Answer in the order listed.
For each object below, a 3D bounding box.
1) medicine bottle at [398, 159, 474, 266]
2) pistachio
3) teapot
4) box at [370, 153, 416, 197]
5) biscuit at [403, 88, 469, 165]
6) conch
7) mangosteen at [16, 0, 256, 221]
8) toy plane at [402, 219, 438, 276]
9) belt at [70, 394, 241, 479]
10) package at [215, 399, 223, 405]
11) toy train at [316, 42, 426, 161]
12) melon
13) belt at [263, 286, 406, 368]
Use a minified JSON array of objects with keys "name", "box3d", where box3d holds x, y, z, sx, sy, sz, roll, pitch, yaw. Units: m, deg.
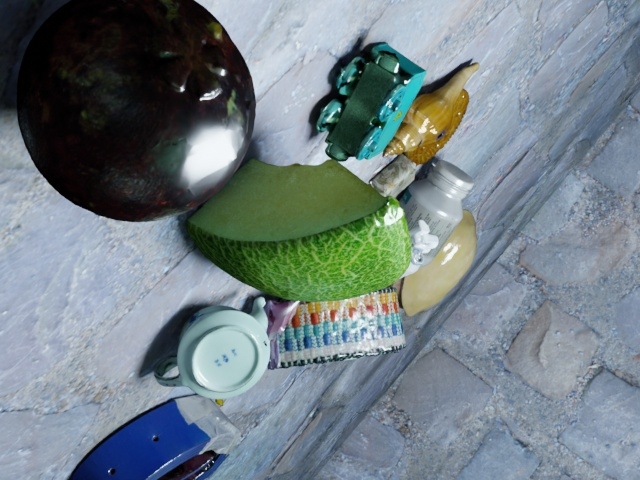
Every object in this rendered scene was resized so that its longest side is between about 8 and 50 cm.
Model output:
[{"name":"medicine bottle","box3d":[0.234,-0.062,1.999,0.215,0.135,0.135,-58,158,21]},{"name":"pistachio","box3d":[0.268,0.044,2.233,0.293,0.162,0.181,-51,143,15]},{"name":"teapot","box3d":[-0.180,0.180,1.591,0.232,0.159,0.159,-32,157,-8]},{"name":"box","box3d":[0.143,-0.119,1.838,0.098,0.045,0.062,-41,158,-17]},{"name":"biscuit","box3d":[0.236,-0.227,1.866,0.188,0.027,0.188,-41,158,-20]},{"name":"conch","box3d":[0.212,-0.235,1.705,0.330,0.093,0.109,-37,150,-33]},{"name":"mangosteen","box3d":[-0.192,-0.120,0.927,0.231,0.231,0.289,-37,-177,-31]},{"name":"toy plane","box3d":[0.116,0.019,1.869,0.245,0.117,0.244,-13,161,-4]},{"name":"belt","box3d":[-0.306,0.414,1.761,0.347,0.117,0.212,-16,143,-54]},{"name":"package","box3d":[-0.174,0.269,1.870,0.131,0.047,0.071,-48,165,-5]},{"name":"toy train","box3d":[0.080,-0.215,1.457,0.154,0.107,0.198,-32,156,-56]},{"name":"melon","box3d":[0.000,0.000,1.456,0.331,0.226,0.343,-14,147,16]},{"name":"belt","box3d":[0.016,0.158,1.816,0.295,0.160,0.207,-5,173,-17]}]
